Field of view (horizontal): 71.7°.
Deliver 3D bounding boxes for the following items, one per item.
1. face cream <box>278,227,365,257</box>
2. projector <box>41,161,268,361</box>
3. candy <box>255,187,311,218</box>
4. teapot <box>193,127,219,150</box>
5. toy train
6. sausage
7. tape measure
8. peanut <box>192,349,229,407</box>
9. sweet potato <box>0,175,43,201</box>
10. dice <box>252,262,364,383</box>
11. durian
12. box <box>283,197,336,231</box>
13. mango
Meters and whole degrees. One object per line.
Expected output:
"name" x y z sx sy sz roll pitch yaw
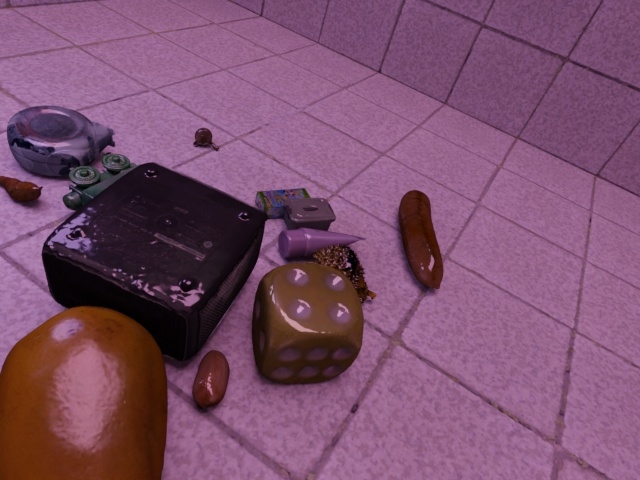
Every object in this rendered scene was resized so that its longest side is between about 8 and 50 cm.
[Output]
"face cream" 0.000 0.000 1.475 0.274 0.096 0.154 -6 8 -30
"projector" -0.390 0.032 1.115 0.396 0.242 0.405 25 43 4
"candy" -0.129 -0.135 1.609 0.195 0.062 0.097 -8 47 -27
"teapot" -0.462 -0.401 1.796 0.110 0.085 0.080 41 12 -17
"toy train" -0.641 -0.155 1.365 0.202 0.145 0.266 33 42 11
"sausage" 0.362 -0.026 1.634 0.136 0.123 0.500 37 33 -25
"tape measure" -0.872 -0.324 1.468 0.275 0.147 0.256 21 42 -4
"peanut" -0.253 0.321 1.034 0.076 0.076 0.152 12 35 -9
"sweet potato" -0.910 -0.153 1.328 0.226 0.068 0.068 14 36 22
"dice" -0.039 0.210 1.127 0.239 0.226 0.233 3 44 -20
"durian" 0.071 0.104 1.356 0.238 0.137 0.193 20 40 0
"box" -0.046 -0.079 1.552 0.172 0.092 0.124 -4 45 -24
"mango" -0.436 0.334 0.833 0.300 0.232 0.445 -6 58 -31
